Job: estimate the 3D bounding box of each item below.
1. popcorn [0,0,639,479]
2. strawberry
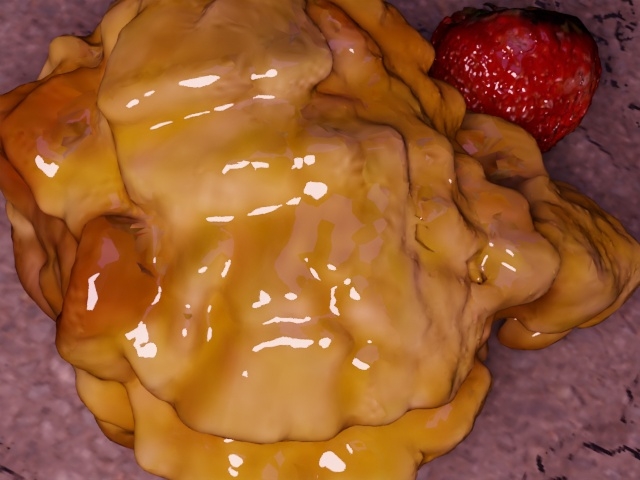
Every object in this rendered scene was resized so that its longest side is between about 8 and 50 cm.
[{"bbox_3d":[0.000,0.000,0.891,0.332,0.225,0.265,13,53,-17],"label":"popcorn"},{"bbox_3d":[0.104,-0.083,1.029,0.106,0.106,0.106,5,59,-8],"label":"strawberry"}]
